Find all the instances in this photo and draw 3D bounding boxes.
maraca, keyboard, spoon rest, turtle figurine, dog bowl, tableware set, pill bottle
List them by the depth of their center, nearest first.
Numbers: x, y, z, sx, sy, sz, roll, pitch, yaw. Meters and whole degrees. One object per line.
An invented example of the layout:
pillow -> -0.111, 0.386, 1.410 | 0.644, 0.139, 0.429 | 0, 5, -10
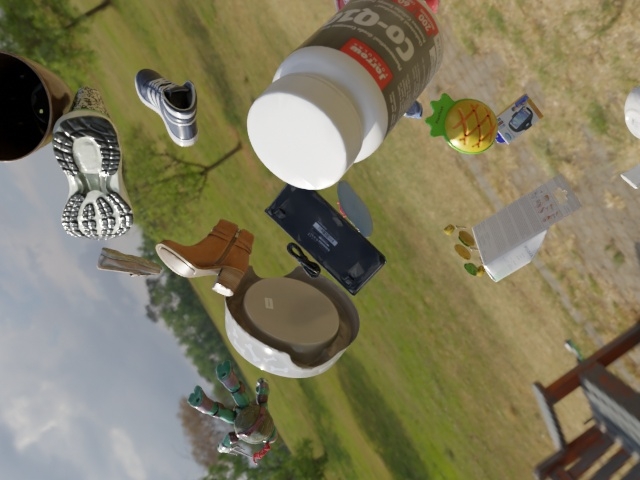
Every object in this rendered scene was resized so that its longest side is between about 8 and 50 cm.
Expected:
pill bottle -> 0.038, -0.201, 0.913 | 0.161, 0.283, 0.161 | 20, 138, 20
keyboard -> 0.000, 0.000, 1.008 | 0.180, 0.108, 0.023 | 44, -154, 6
turtle figurine -> -0.156, 0.362, 1.466 | 0.118, 0.175, 0.234 | 8, 145, 51
spoon rest -> 0.741, -0.237, 1.594 | 0.137, 0.084, 0.276 | 56, 173, 37
maraca -> 0.334, -0.274, 1.655 | 0.185, 0.127, 0.099 | 16, 180, -15
tableware set -> 0.342, 0.024, 1.663 | 0.104, 0.024, 0.154 | 5, -133, -41
dog bowl -> -0.080, 0.200, 1.773 | 0.349, 0.348, 0.102 | 51, 133, 39

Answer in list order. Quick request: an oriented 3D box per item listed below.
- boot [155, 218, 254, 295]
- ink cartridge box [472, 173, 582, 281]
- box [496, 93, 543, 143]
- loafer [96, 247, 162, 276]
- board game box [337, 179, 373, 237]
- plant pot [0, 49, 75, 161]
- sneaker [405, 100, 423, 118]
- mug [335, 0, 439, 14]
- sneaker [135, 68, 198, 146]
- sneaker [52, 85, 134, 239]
boot -> -0.239, 0.012, 1.493 | 0.197, 0.152, 0.073 | 33, 146, -21
ink cartridge box -> 0.433, -0.030, 1.468 | 0.056, 0.224, 0.181 | 51, -161, -20
box -> 0.529, -0.327, 1.922 | 0.081, 0.136, 0.028 | 49, -172, -8
loafer -> -0.355, 0.047, 1.303 | 0.125, 0.039, 0.045 | 22, -175, -40
board game box -> 0.081, -0.078, 1.890 | 0.169, 0.033, 0.133 | 49, -150, -27
plant pot -> -0.611, -0.286, 1.475 | 0.215, 0.215, 0.230 | 58, -167, -8
sneaker -> 0.283, -0.391, 2.100 | 0.144, 0.059, 0.053 | -124, 46, -76
mug -> 0.124, -0.459, 1.293 | 0.150, 0.169, 0.113 | 131, 124, -73
sneaker -> -0.410, -0.398, 1.877 | 0.282, 0.099, 0.153 | 53, 155, 22
sneaker -> -0.484, -0.161, 1.537 | 0.410, 0.158, 0.182 | 108, 159, -48
